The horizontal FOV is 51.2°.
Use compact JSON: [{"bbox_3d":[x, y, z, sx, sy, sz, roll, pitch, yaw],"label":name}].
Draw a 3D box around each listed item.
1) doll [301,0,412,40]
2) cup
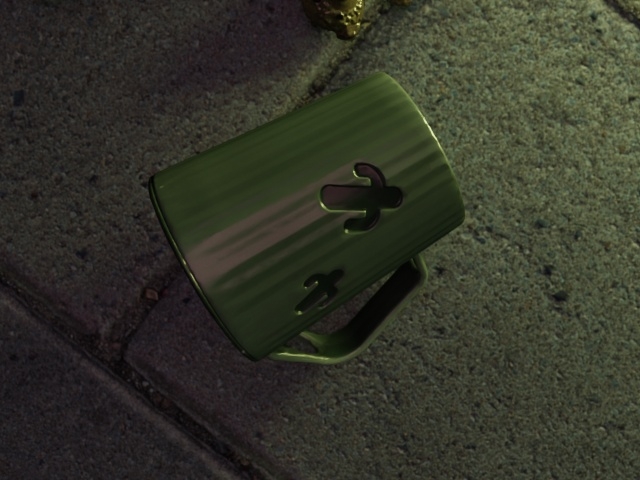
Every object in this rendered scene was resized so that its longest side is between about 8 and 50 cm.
[{"bbox_3d":[0.090,-0.453,1.064,0.286,0.091,0.202,-26,105,-6],"label":"doll"},{"bbox_3d":[-0.011,-0.020,1.024,0.392,0.401,0.310,-29,59,-1],"label":"cup"}]
